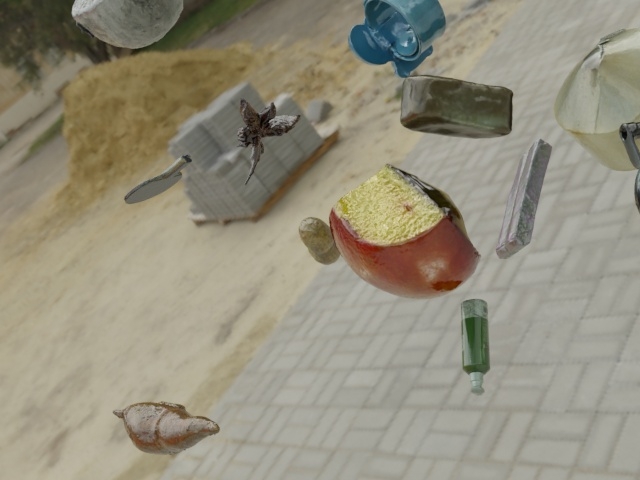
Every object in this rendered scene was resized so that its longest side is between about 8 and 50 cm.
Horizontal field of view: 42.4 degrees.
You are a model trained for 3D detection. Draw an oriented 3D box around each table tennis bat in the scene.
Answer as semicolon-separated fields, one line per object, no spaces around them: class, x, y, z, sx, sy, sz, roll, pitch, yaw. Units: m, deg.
table tennis bat;-0.256;-0.096;1.327;0.095;0.014;0.158;-19;-9;-47

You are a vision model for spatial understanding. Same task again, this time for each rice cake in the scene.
rice cake;0.488;-0.096;1.980;0.106;0.050;0.298;128;164;-64

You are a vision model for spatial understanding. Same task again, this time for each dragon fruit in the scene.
dragon fruit;-0.413;-0.583;1.927;0.204;0.221;0.283;5;65;40

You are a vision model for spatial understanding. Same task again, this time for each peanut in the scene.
peanut;-0.002;-0.001;2.065;0.089;0.193;0.089;-6;65;12

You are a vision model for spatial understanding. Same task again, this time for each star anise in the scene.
star anise;-0.118;-0.202;1.694;0.140;0.158;0.144;-46;50;22

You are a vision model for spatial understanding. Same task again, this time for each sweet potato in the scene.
sweet potato;-0.175;0.228;0.988;0.226;0.068;0.068;-7;38;48

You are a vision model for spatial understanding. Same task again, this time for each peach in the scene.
peach;0.182;0.005;1.790;0.242;0.306;0.380;-43;-17;-5

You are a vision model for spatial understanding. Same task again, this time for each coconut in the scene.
coconut;0.693;-0.320;1.881;0.323;0.323;0.323;-33;21;15

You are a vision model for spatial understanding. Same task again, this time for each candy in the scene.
candy;0.278;-0.268;1.672;0.102;0.234;0.104;171;104;-70

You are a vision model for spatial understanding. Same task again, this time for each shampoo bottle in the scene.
shampoo bottle;0.335;0.230;1.779;0.065;0.065;0.204;-22;51;38

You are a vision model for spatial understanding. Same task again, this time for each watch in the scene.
watch;0.182;-0.468;1.779;0.211;0.211;0.193;-45;7;-16

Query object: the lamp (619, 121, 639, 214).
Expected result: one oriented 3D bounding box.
lamp;0.699;-0.106;1.457;0.205;0.374;0.272;-8;-20;-5
